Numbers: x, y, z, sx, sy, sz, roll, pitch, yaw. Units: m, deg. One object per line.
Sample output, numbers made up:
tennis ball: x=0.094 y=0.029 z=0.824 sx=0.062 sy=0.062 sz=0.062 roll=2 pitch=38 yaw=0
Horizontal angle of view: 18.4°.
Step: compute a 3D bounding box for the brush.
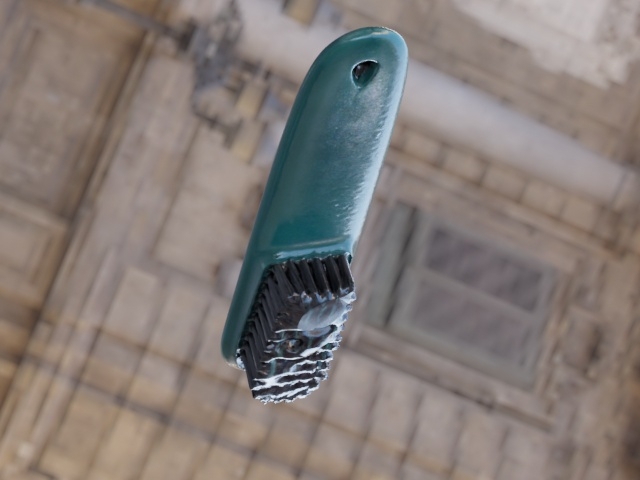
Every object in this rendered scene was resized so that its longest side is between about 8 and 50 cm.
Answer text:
brush: x=0.000 y=0.000 z=0.680 sx=0.193 sy=0.043 sz=0.032 roll=109 pitch=-33 yaw=-53
